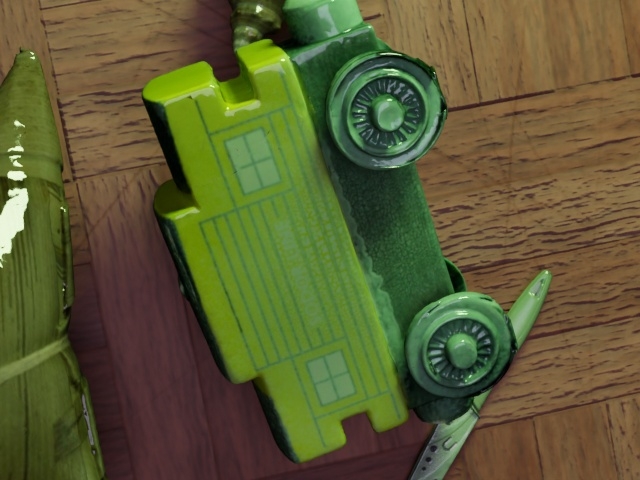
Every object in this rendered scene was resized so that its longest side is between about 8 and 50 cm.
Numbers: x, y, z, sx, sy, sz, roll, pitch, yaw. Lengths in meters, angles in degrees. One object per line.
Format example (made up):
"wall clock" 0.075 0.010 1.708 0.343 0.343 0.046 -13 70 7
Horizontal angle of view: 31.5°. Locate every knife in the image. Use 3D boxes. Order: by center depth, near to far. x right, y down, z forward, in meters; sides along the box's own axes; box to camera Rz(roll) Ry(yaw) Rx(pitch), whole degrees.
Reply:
"knife" 0.159 0.156 1.179 0.043 0.020 0.293 29 91 -12

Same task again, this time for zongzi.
"zongzi" -0.445 0.065 0.944 0.500 0.218 0.467 -4 81 -36

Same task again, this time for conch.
"conch" -0.021 -0.277 1.061 0.137 0.114 0.234 40 97 19

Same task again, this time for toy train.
"toy train" 0.000 0.000 1.045 0.272 0.179 0.442 -20 110 -3
